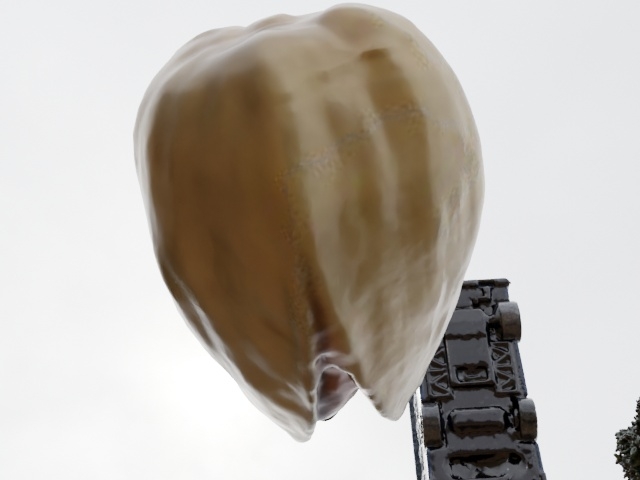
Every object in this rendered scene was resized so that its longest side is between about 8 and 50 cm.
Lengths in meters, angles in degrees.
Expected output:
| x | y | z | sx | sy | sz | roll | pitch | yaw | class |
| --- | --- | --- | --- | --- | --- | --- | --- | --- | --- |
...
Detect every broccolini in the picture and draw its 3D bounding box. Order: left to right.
| x | y | z | sx | sy | sz | roll | pitch | yaw | class |
| --- | --- | --- | --- | --- | --- | --- | --- | --- | --- |
| 0.330 | 0.155 | 0.713 | 0.201 | 0.058 | 0.074 | -1 | -51 | 0 | broccolini |

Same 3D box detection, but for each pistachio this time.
| x | y | z | sx | sy | sz | roll | pitch | yaw | class |
| --- | --- | --- | --- | --- | --- | --- | --- | --- | --- |
| 0.000 | 0.000 | 0.421 | 0.157 | 0.157 | 0.230 | 9 | -45 | 19 | pistachio |

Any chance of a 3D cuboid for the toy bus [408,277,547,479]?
| x | y | z | sx | sy | sz | roll | pitch | yaw | class |
| --- | --- | --- | --- | --- | --- | --- | --- | --- | --- |
| 0.177 | 0.202 | 1.104 | 0.138 | 0.288 | 0.175 | -4 | -39 | 2 | toy bus |
